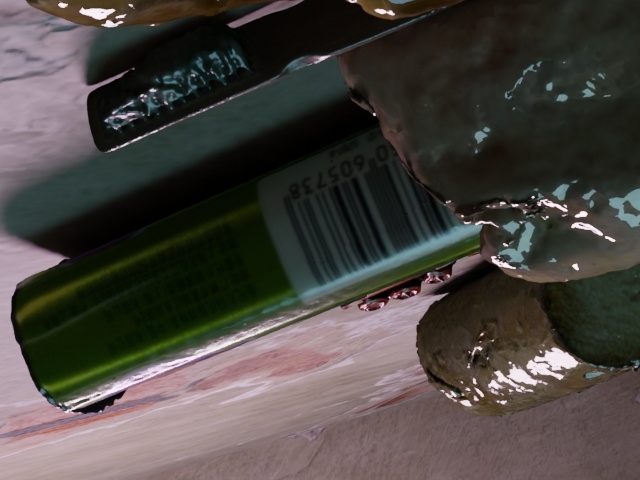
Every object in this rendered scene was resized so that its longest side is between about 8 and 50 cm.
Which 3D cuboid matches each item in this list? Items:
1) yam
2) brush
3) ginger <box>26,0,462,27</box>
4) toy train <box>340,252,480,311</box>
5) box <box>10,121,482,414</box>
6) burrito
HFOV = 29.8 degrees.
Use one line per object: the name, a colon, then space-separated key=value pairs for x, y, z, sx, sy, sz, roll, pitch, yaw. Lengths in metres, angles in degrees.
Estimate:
yam: x=0.236 y=0.082 z=1.246 sx=0.168 sy=0.168 sz=0.304 roll=-11 pitch=167 yaw=-28
brush: x=-0.015 y=-0.086 z=0.486 sx=0.190 sy=0.034 sz=0.027 roll=-20 pitch=151 yaw=14
ginger: x=0.012 y=-0.109 z=0.374 sx=0.214 sy=0.059 sz=0.133 roll=-9 pitch=172 yaw=-30
toy train: x=0.115 y=-0.004 z=0.960 sx=0.250 sy=0.053 sz=0.085 roll=-23 pitch=158 yaw=21
box: x=0.000 y=0.000 z=0.694 sx=0.345 sy=0.097 sz=0.134 roll=-23 pitch=177 yaw=17
burrito: x=0.183 y=-0.090 z=0.484 sx=0.348 sy=0.107 sz=0.175 roll=-21 pitch=131 yaw=22
